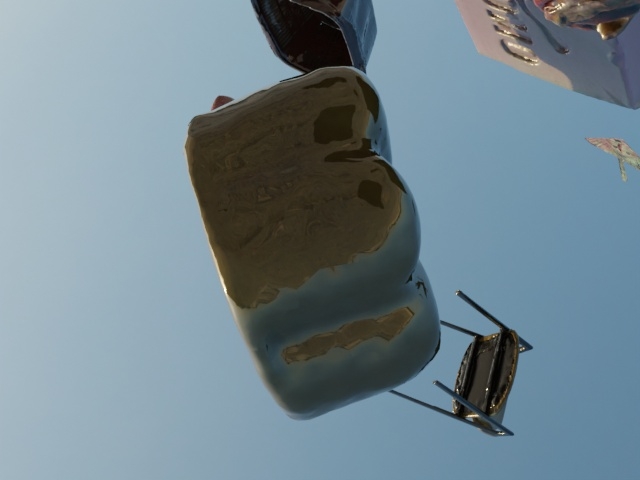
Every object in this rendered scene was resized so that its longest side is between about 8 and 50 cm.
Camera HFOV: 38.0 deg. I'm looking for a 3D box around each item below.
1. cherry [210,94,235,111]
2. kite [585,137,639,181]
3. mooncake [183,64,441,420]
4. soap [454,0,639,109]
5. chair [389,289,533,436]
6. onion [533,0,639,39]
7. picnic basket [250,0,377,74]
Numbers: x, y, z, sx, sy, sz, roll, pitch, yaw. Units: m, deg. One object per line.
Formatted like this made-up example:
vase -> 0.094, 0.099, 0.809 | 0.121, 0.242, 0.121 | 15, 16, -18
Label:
cherry -> -0.209, -0.231, 2.157 | 0.090, 0.225, 0.107 | -6, -151, 1
kite -> 0.508, -0.139, 1.582 | 0.137, 0.152, 0.005 | 37, -99, 23
mooncake -> 0.000, 0.000, 1.258 | 0.262, 0.467, 0.467 | -17, -144, 1
soap -> 0.299, -0.328, 1.216 | 0.285, 0.296, 0.107 | 31, -100, 39
chair -> 0.253, 0.216, 1.504 | 0.172, 0.247, 0.158 | -31, -144, 58
onion -> 0.129, -0.317, 0.678 | 0.348, 0.385, 0.348 | -29, -171, 5
picnic basket -> 0.002, -0.411, 1.718 | 0.223, 0.297, 0.129 | 23, -104, 18
